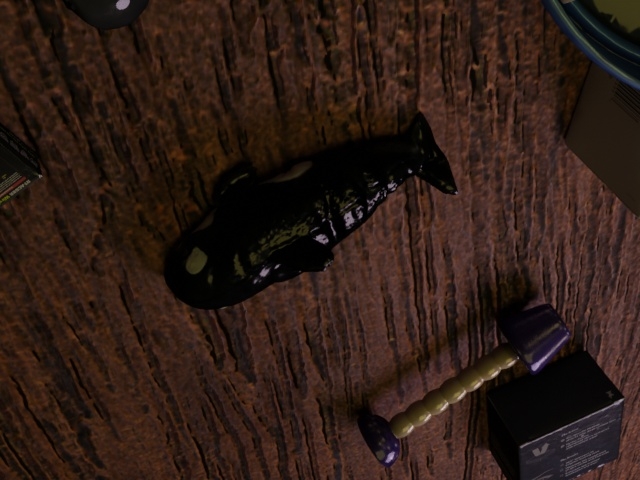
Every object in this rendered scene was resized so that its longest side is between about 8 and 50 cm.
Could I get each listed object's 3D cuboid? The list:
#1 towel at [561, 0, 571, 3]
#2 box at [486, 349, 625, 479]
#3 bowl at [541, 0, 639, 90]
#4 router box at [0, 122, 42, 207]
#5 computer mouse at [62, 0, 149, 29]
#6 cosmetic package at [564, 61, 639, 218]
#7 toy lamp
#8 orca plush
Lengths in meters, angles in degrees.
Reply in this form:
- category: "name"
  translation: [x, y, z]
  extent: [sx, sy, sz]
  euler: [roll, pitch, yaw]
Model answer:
- category: "towel"
  translation: [0.203, -0.313, 0.571]
  extent: [0.282, 0.049, 0.187]
  euler: [-42, 106, 9]
- category: "box"
  translation: [0.317, 0.253, 1.252]
  extent: [0.155, 0.093, 0.158]
  euler: [-22, 137, -7]
- category: "bowl"
  translation: [0.312, -0.290, 0.655]
  extent: [0.391, 0.077, 0.391]
  euler: [-2, 109, -6]
- category: "router box"
  translation: [-0.289, -0.049, 0.697]
  extent: [0.122, 0.038, 0.092]
  euler: [-35, 136, 6]
- category: "computer mouse"
  translation: [-0.187, -0.225, 0.588]
  extent: [0.071, 0.041, 0.242]
  euler: [-34, 136, 6]
- category: "cosmetic package"
  translation: [0.392, -0.159, 0.883]
  extent: [0.224, 0.138, 0.224]
  euler: [-10, 133, -21]
- category: "toy lamp"
  translation: [0.175, 0.170, 1.117]
  extent: [0.274, 0.080, 0.080]
  euler: [-33, 137, 8]
- category: "orca plush"
  translation: [0.000, 0.000, 0.847]
  extent: [0.287, 0.102, 0.151]
  euler: [-18, 135, -12]
